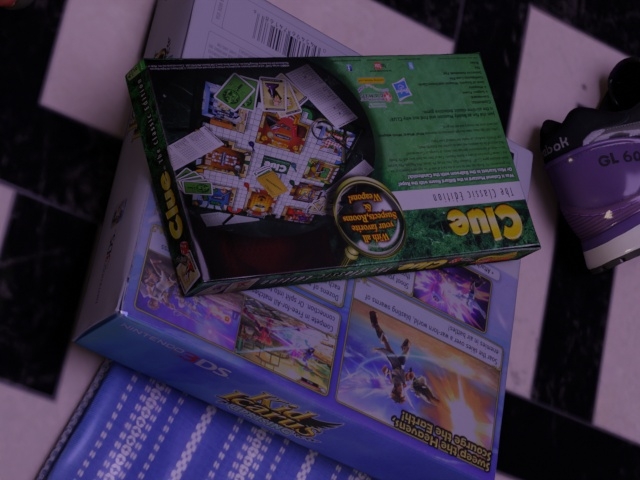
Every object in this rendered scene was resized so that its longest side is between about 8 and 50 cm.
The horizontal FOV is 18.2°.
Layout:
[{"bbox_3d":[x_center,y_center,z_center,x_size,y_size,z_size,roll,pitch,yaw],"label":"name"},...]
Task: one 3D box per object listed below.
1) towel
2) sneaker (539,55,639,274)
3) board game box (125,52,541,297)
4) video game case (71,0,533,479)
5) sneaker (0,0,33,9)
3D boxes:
[{"bbox_3d":[-0.012,0.196,1.183,0.336,0.040,0.243,40,59,-20],"label":"towel"},{"bbox_3d":[0.272,-0.089,1.411,0.283,0.107,0.124,-27,88,-36],"label":"sneaker"},{"bbox_3d":[0.013,-0.044,1.178,0.260,0.030,0.136,-5,71,-39],"label":"board game box"},{"bbox_3d":[0.000,0.000,1.207,0.269,0.061,0.244,27,55,-26],"label":"video game case"},{"bbox_3d":[-0.247,-0.240,1.094,0.135,0.097,0.276,-31,95,-36],"label":"sneaker"}]
